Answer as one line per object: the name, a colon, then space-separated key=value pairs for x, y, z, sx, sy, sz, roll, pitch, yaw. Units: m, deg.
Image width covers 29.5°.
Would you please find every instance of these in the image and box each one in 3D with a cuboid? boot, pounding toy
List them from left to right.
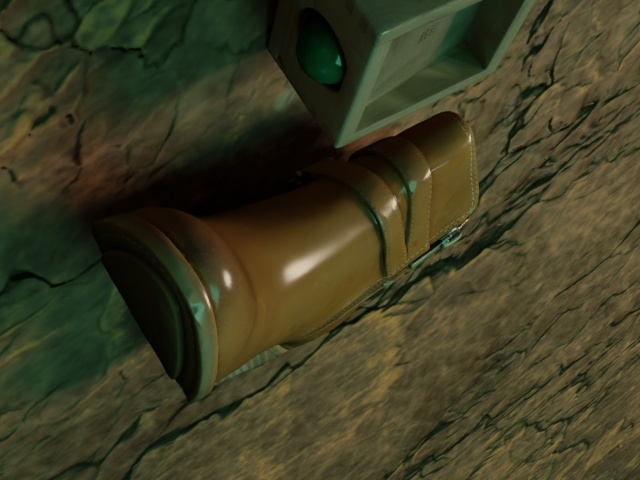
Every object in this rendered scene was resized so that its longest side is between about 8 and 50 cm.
boot: x=0.000 y=0.000 z=0.681 sx=0.220 sy=0.109 sz=0.283 roll=-30 pitch=164 yaw=-8
pounding toy: x=0.025 y=-0.130 z=0.611 sx=0.141 sy=0.100 sz=0.130 roll=-27 pitch=163 yaw=-21
